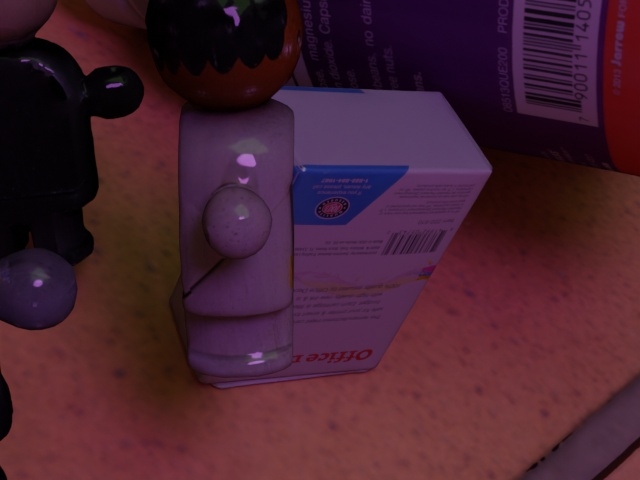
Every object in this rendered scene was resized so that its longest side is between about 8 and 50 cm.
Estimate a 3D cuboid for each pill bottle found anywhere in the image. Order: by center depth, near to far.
[{"bbox_3d":[0.047,-0.139,0.581,0.323,0.181,0.181,14,35,25],"label":"pill bottle"}]

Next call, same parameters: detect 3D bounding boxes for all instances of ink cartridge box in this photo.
[{"bbox_3d":[0.000,0.000,0.518,0.088,0.122,0.052,-2,45,-31],"label":"ink cartridge box"}]

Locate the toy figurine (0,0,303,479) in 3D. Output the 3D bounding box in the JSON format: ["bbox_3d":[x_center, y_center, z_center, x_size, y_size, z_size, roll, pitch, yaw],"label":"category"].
[{"bbox_3d":[-0.118,-0.027,0.405,0.209,0.148,0.213,18,29,42],"label":"toy figurine"}]
